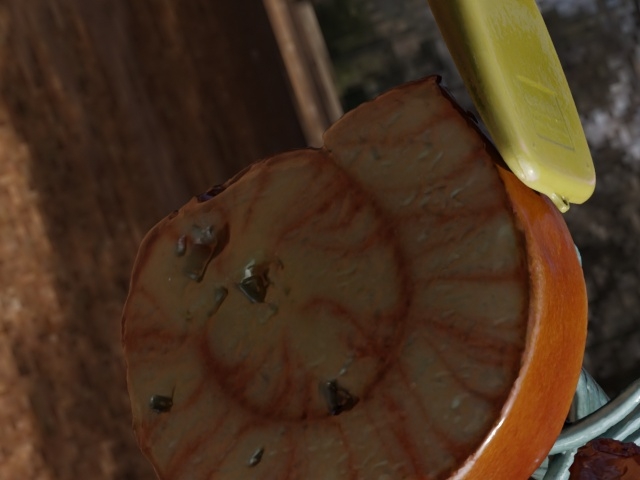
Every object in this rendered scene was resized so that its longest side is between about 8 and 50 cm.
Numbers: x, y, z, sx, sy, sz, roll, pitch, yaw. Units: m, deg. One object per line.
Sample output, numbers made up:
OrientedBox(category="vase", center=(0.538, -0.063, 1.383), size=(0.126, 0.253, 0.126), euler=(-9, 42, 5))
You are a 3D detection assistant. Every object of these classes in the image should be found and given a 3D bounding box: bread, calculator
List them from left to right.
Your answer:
OrientedBox(category="bread", center=(0.018, 0.069, 1.314), size=(0.114, 0.328, 0.295), euler=(24, 45, -57))
OrientedBox(category="calculator", center=(0.126, -0.126, 1.296), size=(0.157, 0.033, 0.236), euler=(13, 53, -60))

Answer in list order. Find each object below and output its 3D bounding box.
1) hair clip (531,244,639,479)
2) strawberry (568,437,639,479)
OrientedBox(category="hair clip", center=(0.184, 0.141, 1.761), size=(0.238, 0.392, 0.318), euler=(45, 0, 25))
OrientedBox(category="strawberry", center=(0.145, 0.130, 0.855), size=(0.152, 0.104, 0.048), euler=(-116, -175, -58))
